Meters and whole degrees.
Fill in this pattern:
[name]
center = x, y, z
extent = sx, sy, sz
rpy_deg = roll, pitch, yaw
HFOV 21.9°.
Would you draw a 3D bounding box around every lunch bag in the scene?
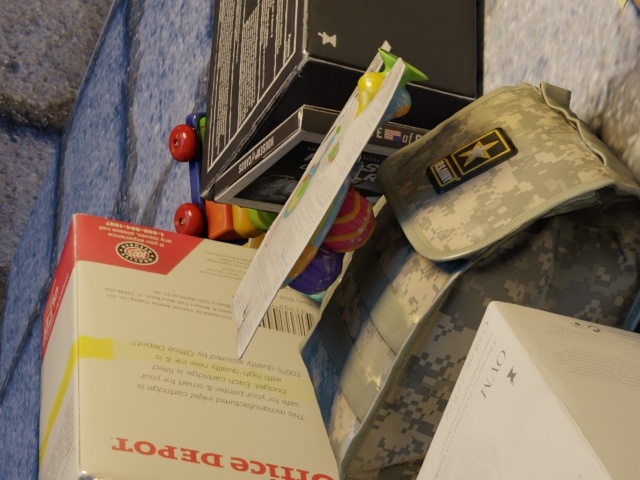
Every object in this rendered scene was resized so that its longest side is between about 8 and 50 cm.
[lunch bag]
center = 0.115, 0.030, 1.205
extent = 0.287, 0.169, 0.235
rpy_deg = -62, 17, 16

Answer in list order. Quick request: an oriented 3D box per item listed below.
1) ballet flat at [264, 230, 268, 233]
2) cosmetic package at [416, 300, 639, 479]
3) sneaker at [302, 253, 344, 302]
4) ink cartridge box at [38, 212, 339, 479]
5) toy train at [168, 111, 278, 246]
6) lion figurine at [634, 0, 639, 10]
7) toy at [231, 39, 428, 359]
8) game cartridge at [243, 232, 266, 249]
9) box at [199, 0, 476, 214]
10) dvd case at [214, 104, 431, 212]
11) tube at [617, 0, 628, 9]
[ballet flat]
center = -0.029, -0.125, 1.884
extent = 0.058, 0.084, 0.249
rpy_deg = -142, 60, -61
[cosmetic package]
center = 0.153, 0.193, 1.014
extent = 0.224, 0.138, 0.224
rpy_deg = -118, 45, -62
[sneaker]
center = 0.000, 0.000, 1.734
extent = 0.076, 0.065, 0.166
rpy_deg = -61, 25, 29
[ink cartridge box]
center = -0.128, 0.171, 1.634
extent = 0.384, 0.279, 0.160
rpy_deg = -101, 29, -52
[toy train]
center = -0.081, -0.022, 1.801
extent = 0.143, 0.105, 0.248
rpy_deg = -6, 88, 54
[lion figurine]
center = 0.214, -0.238, 1.066
extent = 0.240, 0.142, 0.392
rpy_deg = 109, 146, -70
[toy]
center = 0.013, -0.025, 1.208
extent = 0.237, 0.056, 0.137
rpy_deg = -63, 10, 11
[game cartridge]
center = -0.095, -0.035, 2.069
extent = 0.285, 0.053, 0.323
rpy_deg = 178, 108, -71
[box]
center = 0.017, -0.210, 1.633
extent = 0.294, 0.183, 0.296
rpy_deg = 132, 145, -58
[dvd case]
center = 0.023, -0.062, 1.513
extent = 0.239, 0.179, 0.029
rpy_deg = 149, 128, -66
[tube]
center = 0.251, -0.291, 1.202
extent = 0.070, 0.062, 0.240
rpy_deg = -34, -30, -51
